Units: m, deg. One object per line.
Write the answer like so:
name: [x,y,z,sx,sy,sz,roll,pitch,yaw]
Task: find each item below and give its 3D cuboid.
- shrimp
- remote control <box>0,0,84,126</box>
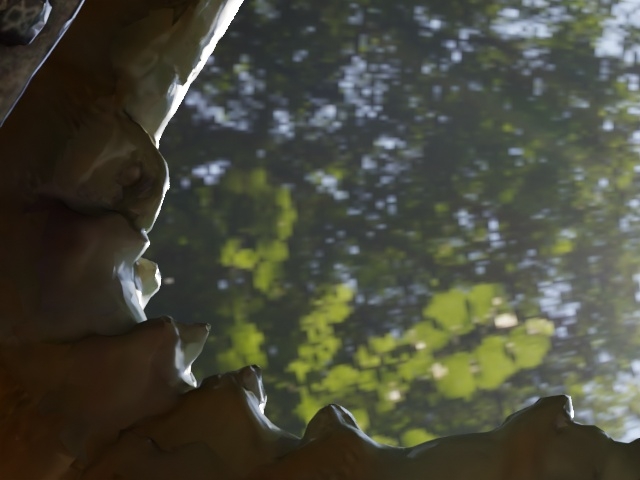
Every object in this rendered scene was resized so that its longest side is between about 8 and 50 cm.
shrimp: [-0.023,0.021,0.471,0.185,0.068,0.287,-19,-124,-9]
remote control: [-0.177,0.051,0.392,0.062,0.144,0.399,40,-80,34]
